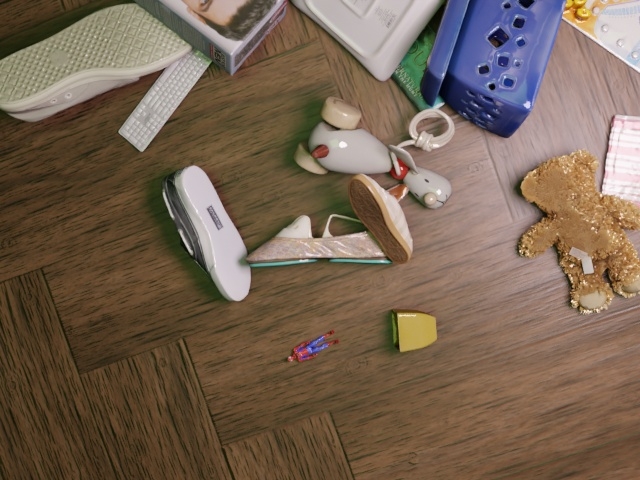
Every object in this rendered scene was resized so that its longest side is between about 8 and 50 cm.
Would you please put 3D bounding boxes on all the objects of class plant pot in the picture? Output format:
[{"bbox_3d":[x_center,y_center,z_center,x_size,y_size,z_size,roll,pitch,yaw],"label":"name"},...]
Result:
[{"bbox_3d":[0.319,-0.355,1.782,0.212,0.236,0.236,18,85,4],"label":"plant pot"},{"bbox_3d":[0.196,0.183,1.917,0.083,0.081,0.081,-4,92,-4],"label":"plant pot"}]

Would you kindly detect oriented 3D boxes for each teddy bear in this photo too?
[{"bbox_3d":[0.529,-0.016,1.857,0.338,0.113,0.245,46,118,0],"label":"teddy bear"}]

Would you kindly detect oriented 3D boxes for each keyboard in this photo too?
[{"bbox_3d":[-0.331,-0.311,1.985,0.072,0.014,0.256,39,96,3],"label":"keyboard"}]

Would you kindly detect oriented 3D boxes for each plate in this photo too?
[{"bbox_3d":[0.087,-0.491,1.834,0.278,0.045,0.277,42,131,5],"label":"plate"}]

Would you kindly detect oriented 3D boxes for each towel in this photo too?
[{"bbox_3d":[0.648,-0.149,1.874,0.144,0.029,0.197,8,97,7],"label":"towel"}]

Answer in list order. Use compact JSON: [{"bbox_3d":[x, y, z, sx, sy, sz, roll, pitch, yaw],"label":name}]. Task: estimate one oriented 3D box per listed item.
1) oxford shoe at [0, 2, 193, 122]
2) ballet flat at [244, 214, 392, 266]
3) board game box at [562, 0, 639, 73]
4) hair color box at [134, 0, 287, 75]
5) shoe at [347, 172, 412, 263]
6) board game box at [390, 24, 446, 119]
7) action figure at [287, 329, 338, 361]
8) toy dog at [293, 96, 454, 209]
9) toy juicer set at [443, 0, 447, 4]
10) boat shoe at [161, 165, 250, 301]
[{"bbox_3d":[-0.475,-0.373,1.949,0.449,0.130,0.169,-23,73,-7],"label":"oxford shoe"},{"bbox_3d":[0.000,0.000,1.924,0.316,0.107,0.106,-2,89,-3],"label":"ballet flat"},{"bbox_3d":[0.732,-0.512,1.833,0.390,0.050,0.390,36,96,4],"label":"board game box"},{"bbox_3d":[-0.269,-0.532,1.891,0.374,0.113,0.185,38,77,3],"label":"hair color box"},{"bbox_3d":[0.123,-0.051,1.837,0.076,0.058,0.219,-4,128,42],"label":"shoe"},{"bbox_3d":[0.209,-0.361,1.913,0.126,0.026,0.186,-39,88,7],"label":"board game box"},{"bbox_3d":[-0.019,0.229,1.969,0.115,0.030,0.038,-28,94,9],"label":"action figure"},{"bbox_3d":[0.100,-0.154,1.855,0.333,0.161,0.220,9,119,9],"label":"toy dog"},{"bbox_3d":[0.277,-0.632,1.869,0.209,0.089,0.329,41,73,14],"label":"toy juicer set"},{"bbox_3d":[-0.248,-0.006,1.952,0.102,0.108,0.301,-16,105,39],"label":"boat shoe"}]
